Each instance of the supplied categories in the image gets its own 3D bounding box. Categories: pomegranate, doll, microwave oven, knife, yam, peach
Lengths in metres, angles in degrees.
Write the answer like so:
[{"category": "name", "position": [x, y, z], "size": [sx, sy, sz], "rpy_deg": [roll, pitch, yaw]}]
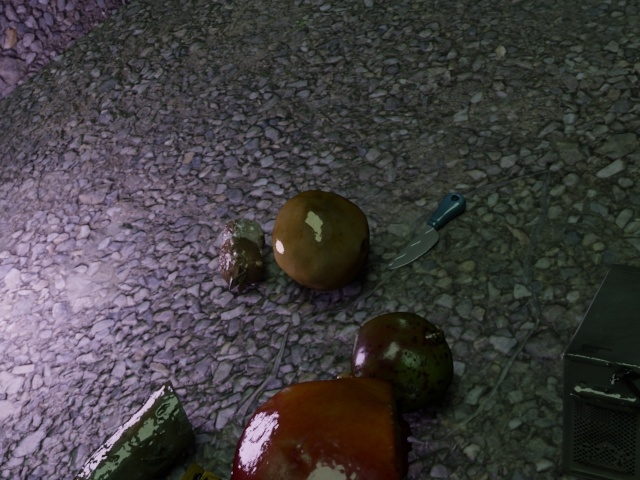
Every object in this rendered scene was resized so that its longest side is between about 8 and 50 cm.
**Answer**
[{"category": "pomegranate", "position": [0.132, 0.228, 1.725], "size": [0.246, 0.198, 0.198], "rpy_deg": [-1, 45, 47]}, {"category": "doll", "position": [-0.177, 0.045, 2.078], "size": [0.115, 0.105, 0.221], "rpy_deg": [-46, 35, 31]}, {"category": "microwave oven", "position": [0.625, 0.235, 1.403], "size": [0.432, 0.236, 0.374], "rpy_deg": [8, 29, 29]}, {"category": "knife", "position": [0.241, -0.015, 2.026], "size": [0.058, 0.032, 0.244], "rpy_deg": [32, 69, 31]}, {"category": "pomegranate", "position": [0.006, -0.001, 1.975], "size": [0.233, 0.233, 0.233], "rpy_deg": [-11, 45, 12]}, {"category": "yam", "position": [-0.373, 0.430, 1.772], "size": [0.330, 0.133, 0.133], "rpy_deg": [-44, 48, -16]}, {"category": "peach", "position": [0.013, 0.410, 1.481], "size": [0.310, 0.335, 0.406], "rpy_deg": [-10, 44, 7]}]

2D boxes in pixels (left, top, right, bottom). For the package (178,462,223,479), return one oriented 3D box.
[{"category": "package", "position": [-0.208, 0.480, 1.713], "size": [0.131, 0.047, 0.071], "rpy_deg": [18, 59, 36]}]
